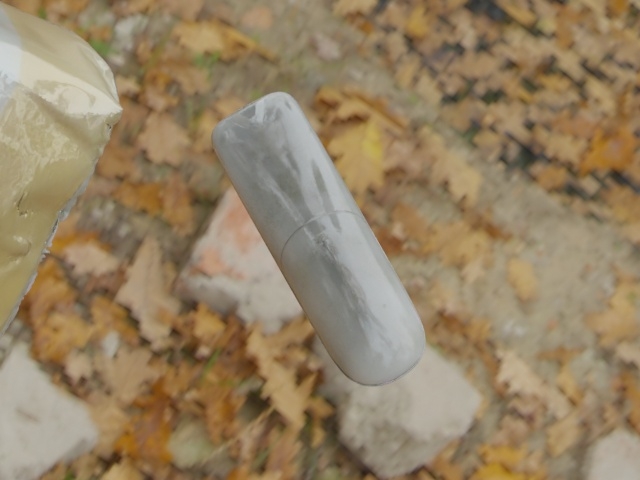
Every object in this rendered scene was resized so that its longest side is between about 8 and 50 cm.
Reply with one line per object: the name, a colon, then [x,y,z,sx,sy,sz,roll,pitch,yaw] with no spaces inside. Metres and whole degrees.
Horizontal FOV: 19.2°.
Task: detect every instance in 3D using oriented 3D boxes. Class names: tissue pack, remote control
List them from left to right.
tissue pack: [-0.218,-0.038,0.820,0.222,0.186,0.090,24,13,-34]
remote control: [0.000,0.000,1.366,0.073,0.044,0.229,-29,84,0]
